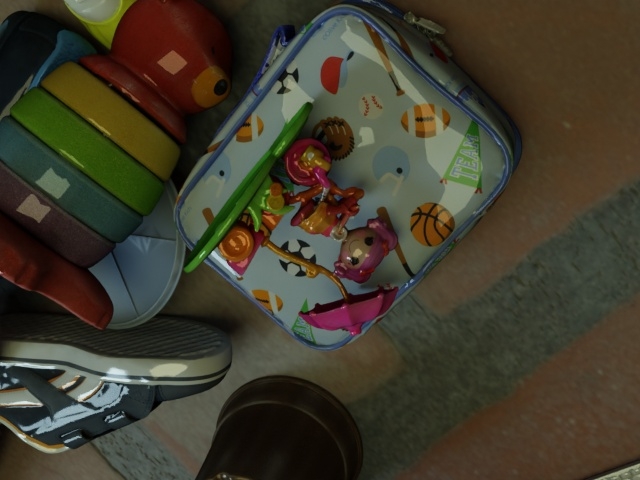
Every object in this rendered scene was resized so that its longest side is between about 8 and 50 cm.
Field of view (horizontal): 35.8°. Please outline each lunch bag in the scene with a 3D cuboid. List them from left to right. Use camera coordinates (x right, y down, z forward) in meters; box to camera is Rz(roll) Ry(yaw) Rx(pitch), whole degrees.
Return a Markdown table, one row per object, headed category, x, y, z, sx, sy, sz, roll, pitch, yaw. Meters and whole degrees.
| category | x | y | z | sx | sy | sz | roll | pitch | yaw |
| --- | --- | --- | --- | --- | --- | --- | --- | --- | --- |
| lunch bag | 0.020 | -0.065 | 0.900 | 0.243 | 0.115 | 0.303 | 42 | 115 | 0 |

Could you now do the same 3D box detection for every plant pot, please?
| category | x | y | z | sx | sy | sz | roll | pitch | yaw |
| --- | --- | --- | --- | --- | --- | --- | --- | --- | --- |
| plant pot | -0.056 | 0.249 | 1.003 | 0.166 | 0.165 | 0.167 | 5 | 111 | 14 |

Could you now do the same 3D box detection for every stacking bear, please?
| category | x | y | z | sx | sy | sz | roll | pitch | yaw |
| --- | --- | --- | --- | --- | --- | --- | --- | --- | --- |
| stacking bear | -0.188 | -0.095 | 0.886 | 0.164 | 0.175 | 0.289 | 36 | 85 | 31 |

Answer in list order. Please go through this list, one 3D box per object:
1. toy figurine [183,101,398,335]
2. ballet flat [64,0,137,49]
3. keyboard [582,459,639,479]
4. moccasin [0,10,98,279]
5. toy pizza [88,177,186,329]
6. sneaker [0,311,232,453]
| category | x | y | z | sx | sy | sz | roll | pitch | yaw |
| --- | --- | --- | --- | --- | --- | --- | --- | --- | --- |
| toy figurine | 0.000 | 0.000 | 0.826 | 0.159 | 0.130 | 0.173 | 36 | 91 | -9 |
| ballet flat | -0.232 | -0.270 | 0.912 | 0.077 | 0.077 | 0.231 | -21 | 103 | 20 |
| keyboard | 0.305 | 0.261 | 0.992 | 0.256 | 0.014 | 0.072 | -27 | 100 | 22 |
| moccasin | -0.338 | -0.070 | 0.997 | 0.117 | 0.137 | 0.342 | 39 | 97 | 27 |
| toy pizza | -0.212 | -0.010 | 1.007 | 0.201 | 0.032 | 0.201 | 4 | 98 | 30 |
| sneaker | -0.229 | 0.149 | 1.038 | 0.321 | 0.126 | 0.128 | 1 | 105 | 27 |
